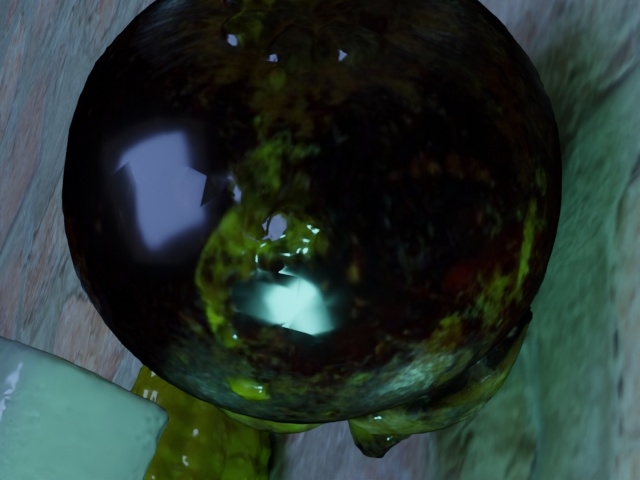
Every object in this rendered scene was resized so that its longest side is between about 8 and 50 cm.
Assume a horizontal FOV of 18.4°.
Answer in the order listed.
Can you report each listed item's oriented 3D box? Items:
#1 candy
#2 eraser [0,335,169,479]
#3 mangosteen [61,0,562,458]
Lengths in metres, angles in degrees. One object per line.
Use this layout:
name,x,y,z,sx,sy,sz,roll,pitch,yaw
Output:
candy,-0.072,0.127,1.047,0.106,0.094,0.199,153,134,-71
eraser,-0.159,0.165,0.681,0.174,0.095,0.270,0,65,63
mangosteen,0.000,0.000,0.757,0.192,0.192,0.217,-99,2,-50
